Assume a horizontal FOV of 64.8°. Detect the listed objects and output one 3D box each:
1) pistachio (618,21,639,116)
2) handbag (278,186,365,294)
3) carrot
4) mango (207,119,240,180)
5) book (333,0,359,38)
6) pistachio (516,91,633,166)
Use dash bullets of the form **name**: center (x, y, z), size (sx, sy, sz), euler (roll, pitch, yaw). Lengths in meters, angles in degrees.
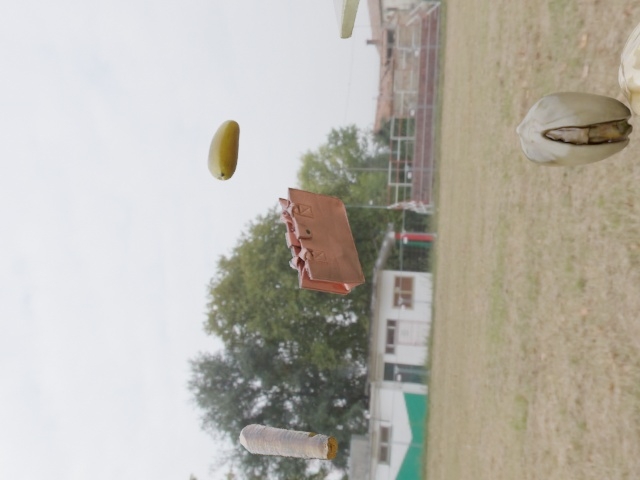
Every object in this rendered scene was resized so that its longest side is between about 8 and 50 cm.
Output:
- **pistachio**: center (0.494, -0.249, 0.641), size (0.157, 0.229, 0.157), euler (52, -169, -15)
- **handbag**: center (0.000, 0.000, 1.017), size (0.157, 0.059, 0.213), euler (13, -129, -40)
- **carrot**: center (-0.045, 0.273, 0.679), size (0.042, 0.170, 0.042), euler (16, -111, -47)
- **mango**: center (-0.241, -0.231, 1.277), size (0.103, 0.076, 0.161), euler (104, 177, -79)
- **book**: center (0.029, -0.577, 0.830), size (0.269, 0.032, 0.390), euler (107, 156, -69)
- **pistachio**: center (0.363, -0.157, 0.722), size (0.113, 0.149, 0.113), euler (4, -90, -84)
